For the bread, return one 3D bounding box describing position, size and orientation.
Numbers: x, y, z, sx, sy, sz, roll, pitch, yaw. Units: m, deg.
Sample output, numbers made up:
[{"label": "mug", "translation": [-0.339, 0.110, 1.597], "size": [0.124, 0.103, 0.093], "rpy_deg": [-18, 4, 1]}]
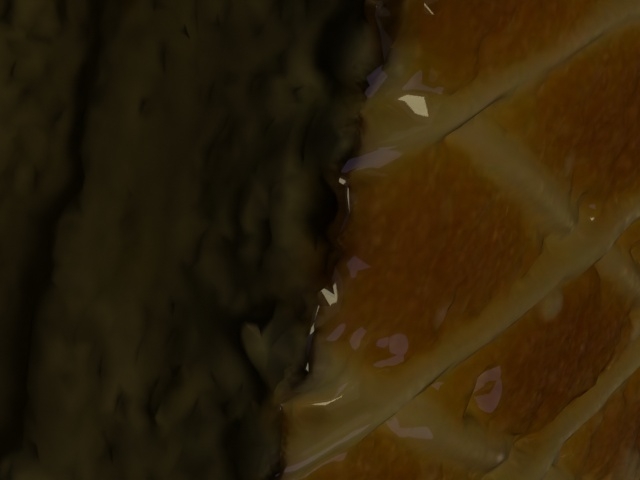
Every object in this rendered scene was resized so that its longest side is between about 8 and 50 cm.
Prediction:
[{"label": "bread", "translation": [0.000, 0.000, 0.663], "size": [0.390, 0.279, 0.371], "rpy_deg": [-9, 113, -58]}]
